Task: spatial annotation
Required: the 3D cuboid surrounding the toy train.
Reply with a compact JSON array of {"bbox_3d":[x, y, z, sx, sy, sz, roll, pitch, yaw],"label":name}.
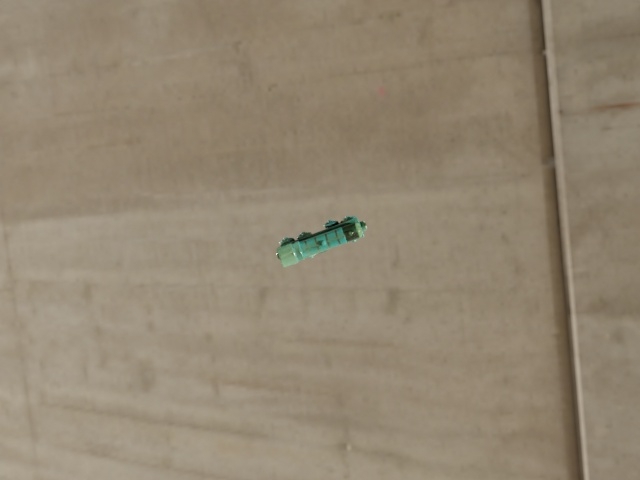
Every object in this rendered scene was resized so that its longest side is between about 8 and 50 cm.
[{"bbox_3d":[0.000,0.000,1.072,0.092,0.029,0.045,-19,-174,5],"label":"toy train"}]
